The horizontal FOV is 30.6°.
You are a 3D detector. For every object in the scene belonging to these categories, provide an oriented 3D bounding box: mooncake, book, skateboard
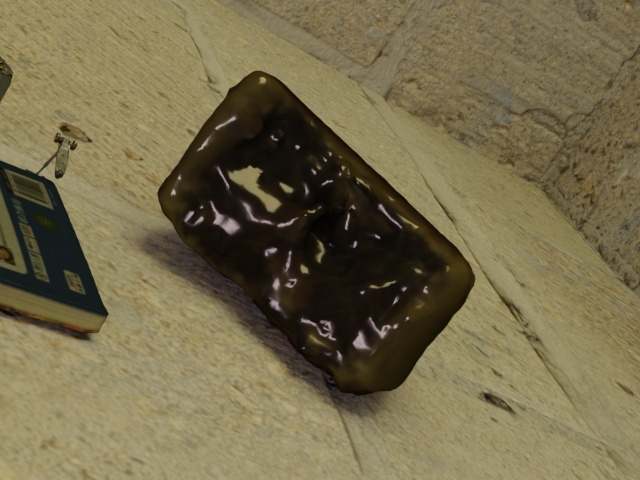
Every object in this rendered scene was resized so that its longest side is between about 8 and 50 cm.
[{"bbox_3d":[0.000,0.000,1.502,0.393,0.246,0.394,32,14,-40],"label":"mooncake"},{"bbox_3d":[-0.435,-0.053,1.185,0.428,0.039,0.300,23,20,-35],"label":"book"},{"bbox_3d":[-0.333,-0.086,1.438,0.032,0.083,0.064,25,49,-29],"label":"skateboard"}]

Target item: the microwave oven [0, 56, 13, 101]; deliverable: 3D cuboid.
[{"bbox_3d":[-0.487,-0.227,1.415,0.163,0.129,0.205,17,23,-48],"label":"microwave oven"}]
